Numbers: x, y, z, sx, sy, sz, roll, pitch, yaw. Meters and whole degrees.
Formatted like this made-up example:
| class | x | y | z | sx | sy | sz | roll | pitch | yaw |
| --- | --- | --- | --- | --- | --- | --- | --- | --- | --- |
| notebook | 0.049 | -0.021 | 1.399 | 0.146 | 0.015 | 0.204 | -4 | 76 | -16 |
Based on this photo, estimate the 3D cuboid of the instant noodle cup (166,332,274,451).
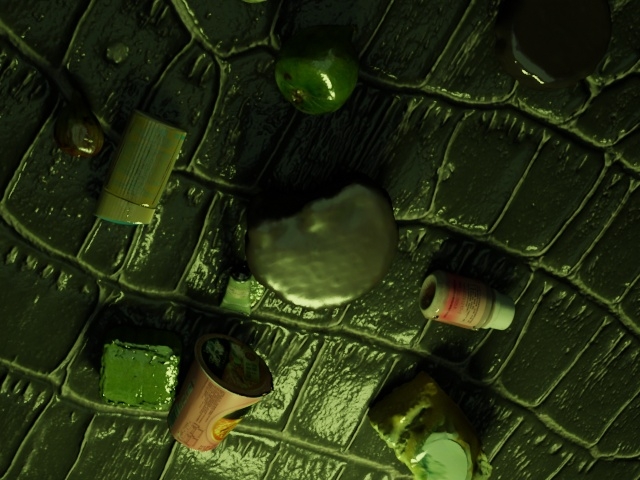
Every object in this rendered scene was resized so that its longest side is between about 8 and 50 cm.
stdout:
| class | x | y | z | sx | sy | sz | roll | pitch | yaw |
| --- | --- | --- | --- | --- | --- | --- | --- | --- | --- |
| instant noodle cup | -0.286 | 0.420 | 1.725 | 0.244 | 0.244 | 0.255 | 27 | 111 | -16 |

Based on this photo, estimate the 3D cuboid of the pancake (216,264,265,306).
| class | x | y | z | sx | sy | sz | roll | pitch | yaw |
| --- | --- | --- | --- | --- | --- | --- | --- | --- | --- |
| pancake | -0.212 | 0.121 | 1.729 | 0.129 | 0.022 | 0.116 | 37 | 99 | -18 |

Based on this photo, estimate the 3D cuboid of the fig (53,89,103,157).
| class | x | y | z | sx | sy | sz | roll | pitch | yaw |
| --- | --- | --- | --- | --- | --- | --- | --- | --- | --- |
| fig | -0.566 | -0.274 | 1.504 | 0.109 | 0.103 | 0.155 | 0 | 99 | -47 |

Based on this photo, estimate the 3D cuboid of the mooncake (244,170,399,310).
| class | x | y | z | sx | sy | sz | roll | pitch | yaw |
| --- | --- | --- | --- | --- | --- | --- | --- | --- | --- |
| mooncake | 0.000 | 0.000 | 1.621 | 0.381 | 0.212 | 0.351 | -3 | 108 | -4 |

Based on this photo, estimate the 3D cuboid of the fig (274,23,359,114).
| class | x | y | z | sx | sy | sz | roll | pitch | yaw |
| --- | --- | --- | --- | --- | --- | --- | --- | --- | --- |
| fig | 0.007 | -0.439 | 1.531 | 0.203 | 0.203 | 0.235 | 31 | 61 | -17 |

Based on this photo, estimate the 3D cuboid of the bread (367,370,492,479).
| class | x | y | z | sx | sy | sz | roll | pitch | yaw |
| --- | --- | --- | --- | --- | --- | --- | --- | --- | --- |
| bread | 0.344 | 0.610 | 1.857 | 0.239 | 0.264 | 0.395 | -36 | 109 | -1 |

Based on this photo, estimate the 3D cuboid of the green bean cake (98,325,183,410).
| class | x | y | z | sx | sy | sz | roll | pitch | yaw |
| --- | --- | --- | --- | --- | --- | --- | --- | --- | --- |
| green bean cake | -0.480 | 0.342 | 1.709 | 0.214 | 0.113 | 0.200 | 8 | 106 | -10 |

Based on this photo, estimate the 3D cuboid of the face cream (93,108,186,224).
| class | x | y | z | sx | sy | sz | roll | pitch | yaw |
| --- | --- | --- | --- | --- | --- | --- | --- | --- | --- |
| face cream | -0.445 | -0.166 | 1.573 | 0.139 | 0.067 | 0.285 | 22 | 102 | -14 |

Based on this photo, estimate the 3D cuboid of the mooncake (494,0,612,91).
| class | x | y | z | sx | sy | sz | roll | pitch | yaw |
| --- | --- | --- | --- | --- | --- | --- | --- | --- | --- |
| mooncake | 0.567 | -0.513 | 1.586 | 0.283 | 0.141 | 0.283 | -1 | 99 | -7 |

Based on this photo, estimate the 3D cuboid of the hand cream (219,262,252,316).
| class | x | y | z | sx | sy | sz | roll | pitch | yaw |
| --- | --- | --- | --- | --- | --- | --- | --- | --- | --- |
| hand cream | -0.213 | 0.135 | 1.659 | 0.086 | 0.055 | 0.235 | 15 | 143 | -3 |

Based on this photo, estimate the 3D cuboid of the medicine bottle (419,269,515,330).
| class | x | y | z | sx | sy | sz | roll | pitch | yaw |
| --- | --- | --- | --- | --- | --- | --- | --- | --- | --- |
| medicine bottle | 0.409 | 0.174 | 1.785 | 0.247 | 0.147 | 0.147 | 15 | 105 | -14 |
